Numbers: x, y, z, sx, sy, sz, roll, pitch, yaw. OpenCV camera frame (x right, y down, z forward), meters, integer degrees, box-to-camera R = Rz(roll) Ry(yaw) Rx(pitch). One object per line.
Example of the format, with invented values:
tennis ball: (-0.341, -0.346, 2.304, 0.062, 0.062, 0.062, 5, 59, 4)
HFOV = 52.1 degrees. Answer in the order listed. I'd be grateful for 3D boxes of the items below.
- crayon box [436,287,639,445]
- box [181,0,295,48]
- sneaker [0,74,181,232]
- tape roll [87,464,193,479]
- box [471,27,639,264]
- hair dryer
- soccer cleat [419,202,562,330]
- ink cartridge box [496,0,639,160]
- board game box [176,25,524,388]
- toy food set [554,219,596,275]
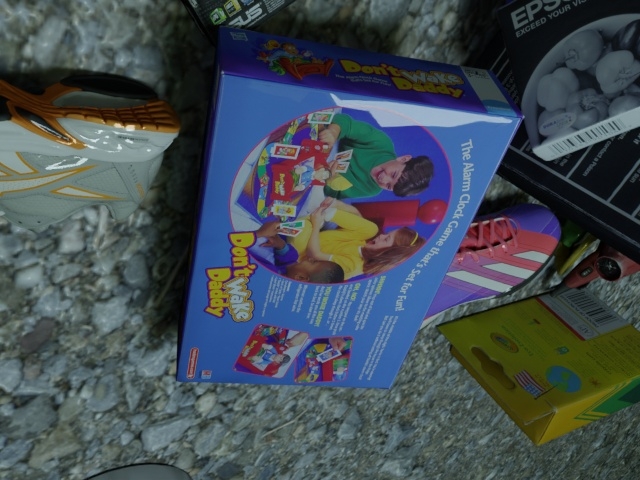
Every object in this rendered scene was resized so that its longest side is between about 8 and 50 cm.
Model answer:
crayon box: (0.347, 0.182, 0.997, 0.318, 0.202, 0.081, -10, 129, -28)
box: (-0.044, -0.263, 0.465, 0.190, 0.045, 0.184, -37, 135, -3)
sneaker: (-0.234, -0.055, 0.467, 0.262, 0.099, 0.121, 1, 128, -35)
tape roll: (-0.237, 0.421, 0.799, 0.246, 0.169, 0.246, -20, 134, -22)
box: (0.331, -0.142, 0.637, 0.182, 0.294, 0.296, 24, 105, -44)
hair dryer: (0.427, 0.025, 0.932, 0.224, 0.080, 0.293, -51, 161, 13)
soccer cleat: (0.167, 0.019, 0.803, 0.318, 0.109, 0.116, -24, 139, -12)
ink cartridge box: (0.259, -0.200, 0.553, 0.206, 0.208, 0.045, -22, 156, 35)
board game box: (0.000, 0.000, 0.604, 0.233, 0.078, 0.347, 5, 130, -15)
toy food set: (0.394, -0.052, 0.943, 0.218, 0.071, 0.128, -52, 161, 15)
